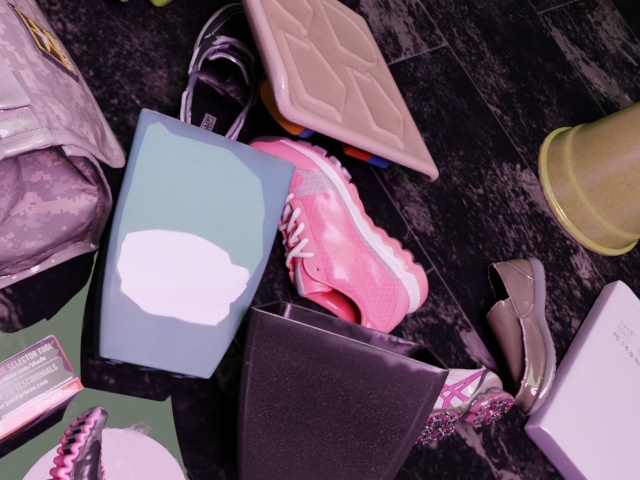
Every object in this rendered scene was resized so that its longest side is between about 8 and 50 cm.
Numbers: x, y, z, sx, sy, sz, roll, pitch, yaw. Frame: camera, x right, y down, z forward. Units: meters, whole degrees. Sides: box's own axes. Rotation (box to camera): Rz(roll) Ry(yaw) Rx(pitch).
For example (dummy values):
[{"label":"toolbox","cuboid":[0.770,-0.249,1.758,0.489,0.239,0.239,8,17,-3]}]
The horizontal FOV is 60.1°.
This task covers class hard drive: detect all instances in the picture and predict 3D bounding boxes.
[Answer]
[{"label":"hard drive","cuboid":[0.486,0.260,0.894,0.233,0.047,0.353,50,55,-2]}]

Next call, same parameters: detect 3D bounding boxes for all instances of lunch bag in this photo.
[{"label":"lunch bag","cuboid":[-0.296,-0.114,0.491,0.169,0.287,0.235,-28,84,-33]}]

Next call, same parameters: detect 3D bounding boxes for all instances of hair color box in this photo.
[{"label":"hair color box","cuboid":[-0.265,0.139,0.473,0.093,0.167,0.053,-30,86,-33]}]

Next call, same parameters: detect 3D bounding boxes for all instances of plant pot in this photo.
[{"label":"plant pot","cuboid":[-0.150,0.022,0.590,0.165,0.166,0.234,18,70,-21]},{"label":"plant pot","cuboid":[0.009,0.171,0.575,0.187,0.188,0.167,17,86,6]},{"label":"plant pot","cuboid":[0.587,-0.142,0.990,0.276,0.254,0.276,11,65,-24]}]

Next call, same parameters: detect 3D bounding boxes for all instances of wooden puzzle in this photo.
[{"label":"wooden puzzle","cuboid":[0.003,-0.237,0.758,0.348,0.080,0.322,15,49,-49]}]

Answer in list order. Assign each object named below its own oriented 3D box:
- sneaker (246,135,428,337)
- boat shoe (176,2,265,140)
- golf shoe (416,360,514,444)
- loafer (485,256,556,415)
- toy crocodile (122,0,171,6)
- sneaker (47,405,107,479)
[{"label":"sneaker","cuboid":[0.001,0.000,0.705,0.314,0.116,0.136,47,60,-2]},{"label":"boat shoe","cuboid":[-0.127,-0.219,0.733,0.108,0.102,0.301,25,60,-17]},{"label":"golf shoe","cuboid":[0.161,0.214,0.740,0.186,0.067,0.086,-6,41,-25]},{"label":"loafer","cuboid":[0.286,0.135,0.826,0.087,0.094,0.251,9,54,2]},{"label":"toy crocodile","cuboid":[-0.196,-0.434,0.785,0.115,0.105,0.340,46,56,-4]},{"label":"sneaker","cuboid":[-0.229,0.224,0.537,0.057,0.047,0.119,33,60,-32]}]
